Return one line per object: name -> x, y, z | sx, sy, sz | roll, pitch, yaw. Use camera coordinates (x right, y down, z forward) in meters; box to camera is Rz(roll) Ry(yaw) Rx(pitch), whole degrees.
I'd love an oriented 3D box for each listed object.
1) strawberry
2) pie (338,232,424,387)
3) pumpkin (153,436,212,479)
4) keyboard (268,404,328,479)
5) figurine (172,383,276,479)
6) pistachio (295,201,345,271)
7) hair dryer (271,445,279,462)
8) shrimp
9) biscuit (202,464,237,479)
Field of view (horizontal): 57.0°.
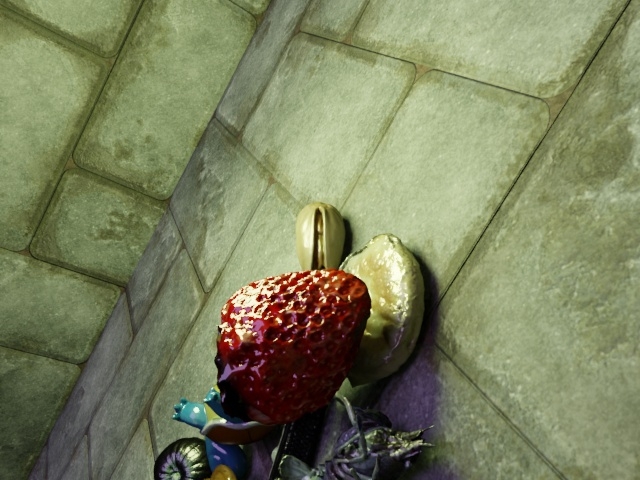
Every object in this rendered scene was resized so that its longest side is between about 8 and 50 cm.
strawberry -> -0.049, 0.208, 1.176 | 0.292, 0.309, 0.292 | 172, 90, -88
pie -> 0.110, 0.140, 1.259 | 0.337, 0.075, 0.338 | -39, 38, 39
pumpkin -> -0.350, 0.627, 1.574 | 0.201, 0.140, 0.202 | -9, 69, 23
keyboard -> -0.042, 0.417, 1.286 | 0.025, 0.093, 0.231 | -12, 59, 67
figurine -> -0.202, 0.406, 1.434 | 0.243, 0.297, 0.416 | 49, 120, 21
pistachio -> 0.000, 0.000, 1.488 | 0.152, 0.126, 0.223 | 90, 179, -59
hair dryer -> -0.077, 0.534, 1.318 | 0.082, 0.047, 0.138 | -18, 62, 53
shrimp -> 0.053, 0.406, 1.099 | 0.411, 0.165, 0.221 | -56, 6, 44
biscuit -> -0.269, 0.673, 1.394 | 0.208, 0.041, 0.291 | 32, 102, 57
